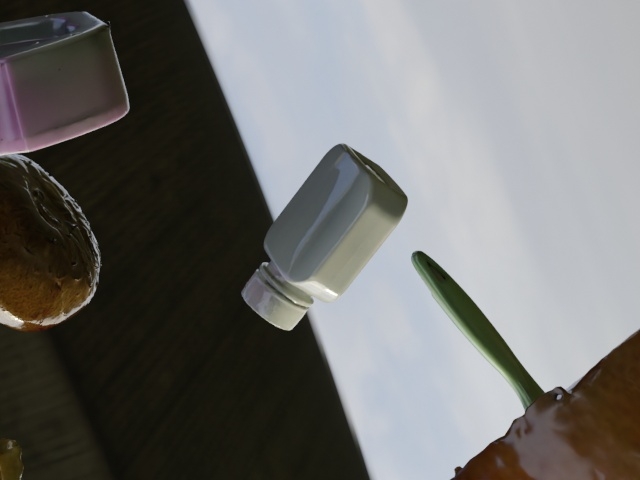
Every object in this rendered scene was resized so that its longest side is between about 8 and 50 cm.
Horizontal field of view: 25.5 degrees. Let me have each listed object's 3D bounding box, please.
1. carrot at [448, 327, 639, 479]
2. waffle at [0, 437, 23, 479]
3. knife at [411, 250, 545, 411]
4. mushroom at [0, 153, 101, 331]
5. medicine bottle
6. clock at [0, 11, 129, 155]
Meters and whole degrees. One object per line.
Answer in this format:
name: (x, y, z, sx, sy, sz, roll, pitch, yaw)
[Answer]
carrot: (0.173, 0.092, 0.758, 0.100, 0.258, 0.307, 46, -127, 8)
waffle: (-0.427, 0.329, 1.465, 0.055, 0.248, 0.221, 166, 99, -65)
knife: (0.160, 0.120, 1.065, 0.293, 0.020, 0.043, 49, -153, -13)
mushroom: (-0.407, -0.010, 1.837, 0.278, 0.163, 0.297, 37, -166, -4)
medicine bottle: (0.000, 0.000, 1.410, 0.069, 0.183, 0.119, 32, -168, -35)
clock: (-0.384, -0.166, 1.563, 0.338, 0.339, 0.102, -61, -38, -68)
